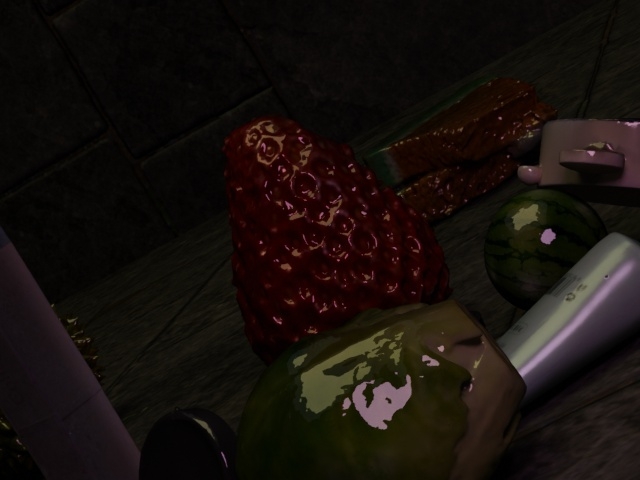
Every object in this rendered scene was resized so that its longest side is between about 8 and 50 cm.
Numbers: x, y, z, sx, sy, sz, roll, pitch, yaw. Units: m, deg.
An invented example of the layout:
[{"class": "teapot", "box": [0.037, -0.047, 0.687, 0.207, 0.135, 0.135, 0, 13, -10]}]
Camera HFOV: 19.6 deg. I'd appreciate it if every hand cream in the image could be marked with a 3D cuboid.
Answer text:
[{"class": "hand cream", "box": [0.106, 0.106, 1.271, 0.321, 0.067, 0.109, -36, 7, -6]}]

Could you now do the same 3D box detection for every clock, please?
[{"class": "clock", "box": [0.247, -0.063, 1.467, 0.156, 0.063, 0.229, 5, -5, 32]}]

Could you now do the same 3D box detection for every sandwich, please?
[{"class": "sandwich", "box": [0.175, -0.114, 2.213, 0.292, 0.109, 0.212, -32, 7, -14]}]

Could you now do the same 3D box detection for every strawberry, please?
[{"class": "strawberry", "box": [0.000, 0.000, 1.626, 0.205, 0.244, 0.205, -28, 7, 4]}]

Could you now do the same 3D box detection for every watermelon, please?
[{"class": "watermelon", "box": [0.180, 0.011, 1.437, 0.109, 0.109, 0.109, -30, 8, 4]}]

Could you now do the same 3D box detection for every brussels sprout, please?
[{"class": "brussels sprout", "box": [0.037, 0.116, 1.144, 0.181, 0.143, 0.161, -36, -17, 16]}]

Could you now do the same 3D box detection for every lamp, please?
[{"class": "lamp", "box": [0.009, 0.106, 1.370, 0.371, 0.108, 0.130, -33, 9, -41]}]

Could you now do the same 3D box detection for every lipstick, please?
[{"class": "lipstick", "box": [-0.268, 0.106, 1.681, 0.066, 0.317, 0.068, -25, 9, 38]}]

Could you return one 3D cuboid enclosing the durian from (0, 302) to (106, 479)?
[{"class": "durian", "box": [-0.375, 0.176, 2.102, 0.291, 0.224, 0.291, -14, -27, -7]}]
